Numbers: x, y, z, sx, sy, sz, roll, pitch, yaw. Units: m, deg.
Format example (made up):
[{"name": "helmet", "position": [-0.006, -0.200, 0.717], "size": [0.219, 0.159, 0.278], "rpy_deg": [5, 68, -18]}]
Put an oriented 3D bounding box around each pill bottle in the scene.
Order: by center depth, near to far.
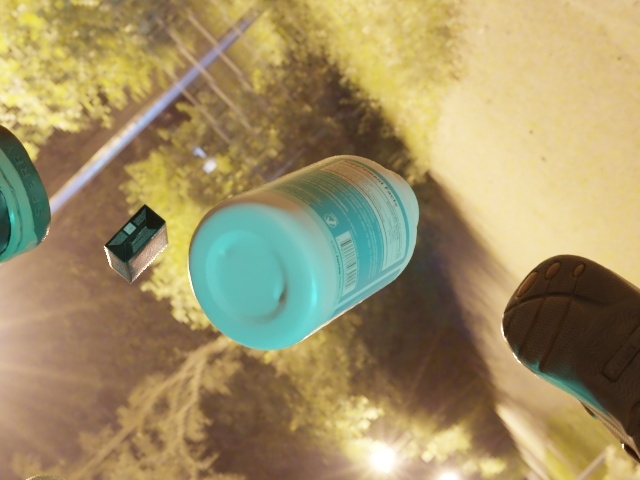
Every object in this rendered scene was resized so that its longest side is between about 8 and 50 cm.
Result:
[{"name": "pill bottle", "position": [0.000, 0.000, 1.100], "size": [0.146, 0.146, 0.264], "rpy_deg": [45, -148, 12]}]

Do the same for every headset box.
[{"name": "headset box", "position": [-0.192, 0.006, 1.182], "size": [0.032, 0.062, 0.083], "rpy_deg": [39, 162, 9]}]

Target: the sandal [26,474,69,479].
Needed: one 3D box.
[{"name": "sandal", "position": [-0.172, 0.395, 1.034], "size": [0.102, 0.169, 0.416], "rpy_deg": [-28, -108, -43]}]

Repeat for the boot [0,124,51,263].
[{"name": "boot", "position": [-0.397, 0.045, 0.772], "size": [0.284, 0.377, 0.138], "rpy_deg": [-39, -69, -52]}]

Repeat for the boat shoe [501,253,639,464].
[{"name": "boat shoe", "position": [0.267, 0.121, 0.795], "size": [0.116, 0.123, 0.324], "rpy_deg": [39, -175, -42]}]
